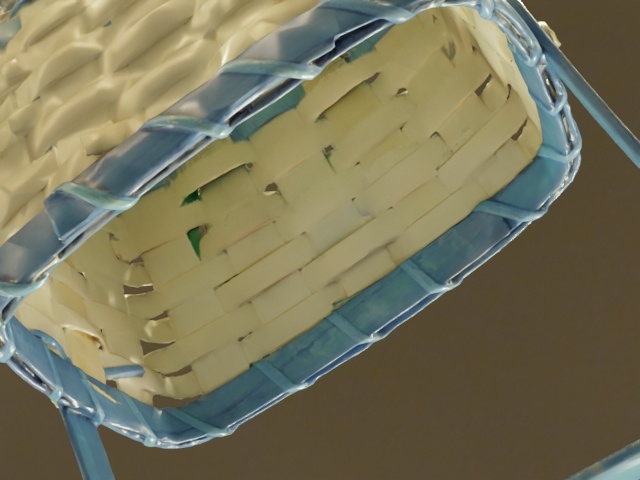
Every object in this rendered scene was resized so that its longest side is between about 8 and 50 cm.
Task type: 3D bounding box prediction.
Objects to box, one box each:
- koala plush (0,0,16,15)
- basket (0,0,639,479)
[{"bbox_3d":[-0.261,-0.145,0.774,0.196,0.221,0.203,37,-81,29],"label":"koala plush"},{"bbox_3d":[0.000,0.000,0.594,0.255,0.201,0.289,-33,-125,10],"label":"basket"}]
